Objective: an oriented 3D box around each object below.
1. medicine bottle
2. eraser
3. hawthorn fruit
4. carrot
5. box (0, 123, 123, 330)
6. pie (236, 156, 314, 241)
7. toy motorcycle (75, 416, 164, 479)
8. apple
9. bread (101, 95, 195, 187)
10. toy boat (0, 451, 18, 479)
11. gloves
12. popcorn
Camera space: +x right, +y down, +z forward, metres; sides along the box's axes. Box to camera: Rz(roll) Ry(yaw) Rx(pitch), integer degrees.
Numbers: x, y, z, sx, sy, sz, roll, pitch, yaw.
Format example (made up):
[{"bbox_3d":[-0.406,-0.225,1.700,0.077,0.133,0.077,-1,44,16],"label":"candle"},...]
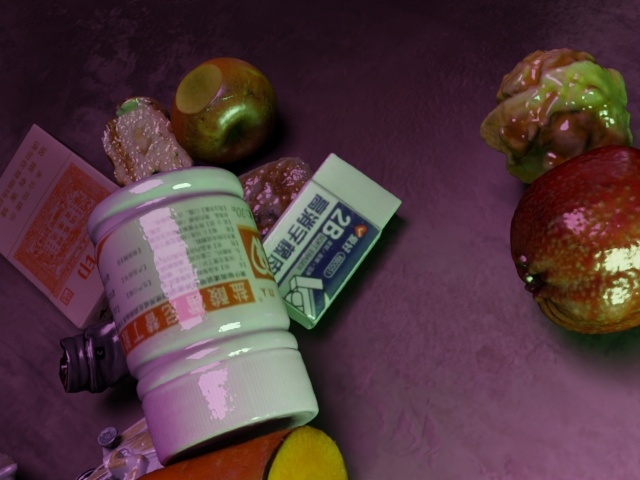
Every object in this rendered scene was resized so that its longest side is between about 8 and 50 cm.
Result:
[{"bbox_3d":[-0.143,0.091,1.246,0.202,0.202,0.315,-24,73,9],"label":"medicine bottle"},{"bbox_3d":[0.000,0.000,1.395,0.124,0.068,0.210,35,73,4],"label":"eraser"},{"bbox_3d":[0.344,-0.013,1.186,0.253,0.205,0.205,-29,48,-5],"label":"hawthorn fruit"},{"bbox_3d":[-0.136,0.345,1.150,0.331,0.193,0.214,-17,33,13],"label":"carrot"},{"bbox_3d":[-0.399,-0.026,1.618,0.365,0.051,0.204,33,91,39],"label":"box"},{"bbox_3d":[-0.101,-0.023,1.501,0.241,0.054,0.240,-14,53,18],"label":"pie"},{"bbox_3d":[-0.209,0.286,1.313,0.229,0.074,0.151,-37,42,-16],"label":"toy motorcycle"},{"bbox_3d":[-0.148,-0.201,1.595,0.163,0.146,0.147,-43,51,9],"label":"apple"},{"bbox_3d":[-0.264,-0.127,1.640,0.128,0.088,0.232,-40,55,12],"label":"bread"},{"bbox_3d":[-0.543,0.355,1.370,0.294,0.111,0.276,-21,10,-19],"label":"toy boat"},{"bbox_3d":[-0.218,0.126,1.397,0.286,0.119,0.142,-13,87,-2],"label":"gloves"},{"bbox_3d":[0.300,-0.149,1.317,0.167,0.185,0.187,-15,58,39],"label":"popcorn"}]
